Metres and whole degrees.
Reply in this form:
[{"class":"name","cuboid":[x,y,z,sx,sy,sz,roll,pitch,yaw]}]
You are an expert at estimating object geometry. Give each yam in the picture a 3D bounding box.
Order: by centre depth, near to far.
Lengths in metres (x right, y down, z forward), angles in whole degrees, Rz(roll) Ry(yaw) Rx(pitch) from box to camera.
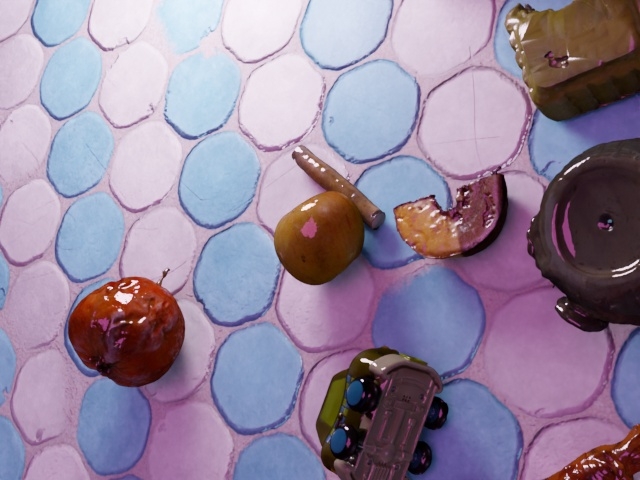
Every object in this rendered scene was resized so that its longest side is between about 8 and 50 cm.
[{"class":"yam","cuboid":[0.033,-0.110,1.782,0.264,0.046,0.046,43,100,33]}]

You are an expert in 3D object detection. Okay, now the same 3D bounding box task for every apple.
[{"class":"apple","cuboid":[0.000,0.000,1.700,0.182,0.182,0.155,-32,84,20]}]

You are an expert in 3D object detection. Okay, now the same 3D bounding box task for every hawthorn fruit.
[{"class":"hawthorn fruit","cuboid":[-0.383,0.166,1.864,0.242,0.242,0.272,10,50,33]}]

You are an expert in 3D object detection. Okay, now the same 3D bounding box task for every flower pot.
[{"class":"flower pot","cuboid":[0.475,-0.005,1.366,0.302,0.213,0.302,-5,84,45]}]

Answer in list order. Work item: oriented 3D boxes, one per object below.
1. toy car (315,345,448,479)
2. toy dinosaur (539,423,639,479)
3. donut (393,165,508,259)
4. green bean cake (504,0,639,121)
[{"class":"toy car","cuboid":[0.084,0.305,1.575,0.198,0.204,0.248,20,90,56]},{"class":"toy dinosaur","cuboid":[0.395,0.420,1.391,0.432,0.097,0.208,-25,52,20]},{"class":"donut","cuboid":[0.247,-0.032,1.608,0.217,0.085,0.141,-14,70,28]},{"class":"green bean cake","cuboid":[0.458,-0.352,1.545,0.236,0.124,0.233,-21,67,25]}]
